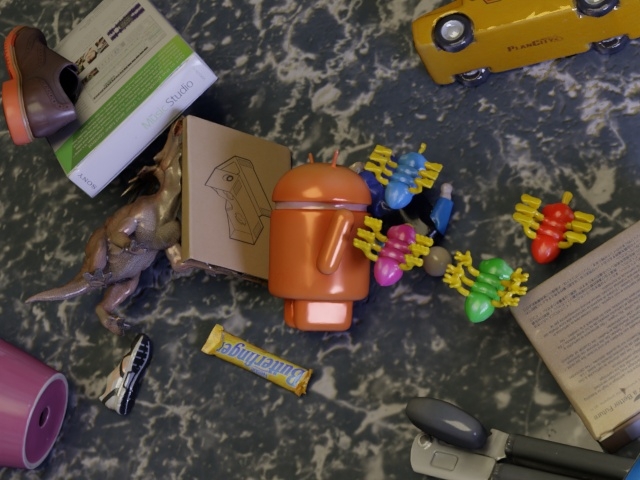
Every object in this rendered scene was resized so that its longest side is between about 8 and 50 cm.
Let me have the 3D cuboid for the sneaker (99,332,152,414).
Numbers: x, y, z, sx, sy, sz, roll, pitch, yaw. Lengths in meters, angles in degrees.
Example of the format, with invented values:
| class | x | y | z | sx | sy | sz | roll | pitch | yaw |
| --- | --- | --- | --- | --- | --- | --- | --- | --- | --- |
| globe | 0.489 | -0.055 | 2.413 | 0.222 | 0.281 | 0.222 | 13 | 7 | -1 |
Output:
| class | x | y | z | sx | sy | sz | roll | pitch | yaw |
| --- | --- | --- | --- | --- | --- | --- | --- | --- | --- |
| sneaker | -0.255 | 0.170 | 1.699 | 0.044 | 0.040 | 0.109 | 14 | 74 | 28 |

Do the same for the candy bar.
| class | x | y | z | sx | sy | sz | roll | pitch | yaw |
| --- | --- | --- | --- | --- | --- | --- | --- | --- | --- |
| candy bar | -0.078 | 0.152 | 1.648 | 0.162 | 0.018 | 0.040 | 22 | 78 | 29 |

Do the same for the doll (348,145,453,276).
| class | x | y | z | sx | sy | sz | roll | pitch | yaw |
| --- | --- | --- | --- | --- | --- | --- | --- | --- | --- |
| doll | 0.109 | -0.034 | 1.634 | 0.129 | 0.046 | 0.189 | -33 | 60 | 5 |

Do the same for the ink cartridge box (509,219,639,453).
| class | x | y | z | sx | sy | sz | roll | pitch | yaw |
| --- | --- | --- | --- | --- | --- | --- | --- | --- | --- |
| ink cartridge box | 0.361 | 0.094 | 1.455 | 0.235 | 0.088 | 0.193 | -33 | 61 | 7 |

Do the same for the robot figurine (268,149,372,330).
| class | x | y | z | sx | sy | sz | roll | pitch | yaw |
| --- | --- | --- | --- | --- | --- | --- | --- | --- | --- |
| robot figurine | 0.001 | 0.000 | 1.597 | 0.128 | 0.158 | 0.219 | 1 | 90 | 21 |

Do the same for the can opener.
| class | x | y | z | sx | sy | sz | roll | pitch | yaw |
| --- | --- | --- | --- | --- | --- | --- | --- | --- | --- |
| can opener | 0.217 | 0.244 | 1.442 | 0.280 | 0.093 | 0.074 | 11 | 61 | 31 |

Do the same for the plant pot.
| class | x | y | z | sx | sy | sz | roll | pitch | yaw |
| --- | --- | --- | --- | --- | --- | --- | --- | --- | --- |
| plant pot | -0.433 | 0.207 | 1.679 | 0.180 | 0.201 | 0.201 | 16 | 75 | 11 |

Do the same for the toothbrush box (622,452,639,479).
| class | x | y | z | sx | sy | sz | roll | pitch | yaw |
| --- | --- | --- | --- | --- | --- | --- | --- | --- | --- |
| toothbrush box | 0.444 | 0.310 | 1.259 | 0.296 | 0.216 | 0.126 | 32 | 83 | 30 |

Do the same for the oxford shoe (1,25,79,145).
| class | x | y | z | sx | sy | sz | roll | pitch | yaw |
| --- | --- | --- | --- | --- | --- | --- | --- | --- | --- |
| oxford shoe | -0.374 | -0.217 | 1.779 | 0.098 | 0.096 | 0.271 | -13 | 38 | -3 |

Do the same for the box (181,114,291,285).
| class | x | y | z | sx | sy | sz | roll | pitch | yaw |
| --- | --- | --- | --- | --- | --- | --- | --- | --- | --- |
| box | -0.106 | -0.048 | 1.667 | 0.021 | 0.164 | 0.201 | -27 | 56 | 44 |

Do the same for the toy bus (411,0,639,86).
| class | x | y | z | sx | sy | sz | roll | pitch | yaw |
| --- | --- | --- | --- | --- | --- | --- | --- | --- | --- |
| toy bus | 0.284 | -0.299 | 1.639 | 0.333 | 0.108 | 0.130 | -12 | 64 | 17 |

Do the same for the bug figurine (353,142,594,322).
| class | x | y | z | sx | sy | sz | roll | pitch | yaw |
| --- | --- | --- | --- | --- | --- | --- | --- | --- | --- |
| bug figurine | 0.166 | -0.009 | 1.535 | 0.279 | 0.072 | 0.216 | 22 | 54 | 19 |

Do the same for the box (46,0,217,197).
| class | x | y | z | sx | sy | sz | roll | pitch | yaw |
| --- | --- | --- | --- | --- | --- | --- | --- | --- | --- |
| box | -0.289 | -0.219 | 1.799 | 0.232 | 0.058 | 0.322 | -43 | 36 | 3 |

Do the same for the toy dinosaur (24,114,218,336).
| class | x | y | z | sx | sy | sz | roll | pitch | yaw |
| --- | --- | --- | --- | --- | --- | --- | --- | --- | --- |
| toy dinosaur | -0.247 | -0.007 | 1.708 | 0.296 | 0.127 | 0.200 | -35 | 40 | 10 |
